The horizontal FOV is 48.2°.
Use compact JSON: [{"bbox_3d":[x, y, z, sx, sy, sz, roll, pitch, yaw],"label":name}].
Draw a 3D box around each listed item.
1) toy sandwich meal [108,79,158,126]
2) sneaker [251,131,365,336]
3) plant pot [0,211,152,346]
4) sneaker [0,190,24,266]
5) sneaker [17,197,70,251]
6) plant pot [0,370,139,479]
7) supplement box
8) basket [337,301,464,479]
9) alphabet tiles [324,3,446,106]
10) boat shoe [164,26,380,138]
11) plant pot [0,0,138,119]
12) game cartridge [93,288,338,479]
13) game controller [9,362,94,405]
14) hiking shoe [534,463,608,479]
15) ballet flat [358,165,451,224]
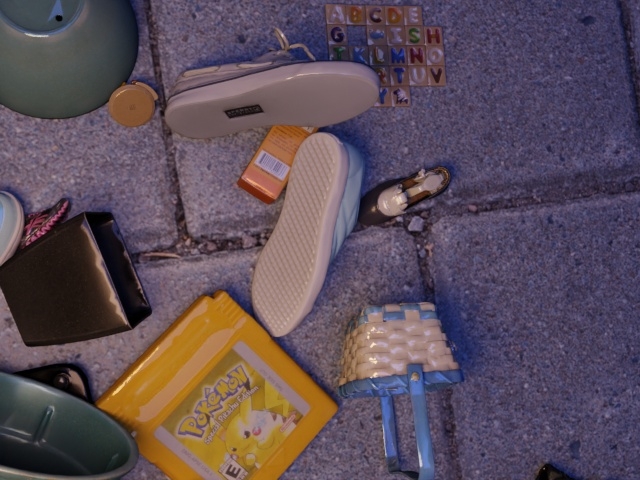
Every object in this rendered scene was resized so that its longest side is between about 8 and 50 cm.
[{"bbox_3d":[-0.323,-0.236,1.228,0.086,0.029,0.085,-10,124,-15],"label":"toy sandwich meal"},{"bbox_3d":[0.000,0.000,1.261,0.150,0.135,0.365,7,107,-52],"label":"sneaker"},{"bbox_3d":[-0.391,0.072,1.126,0.167,0.188,0.187,-22,93,-4],"label":"plant pot"},{"bbox_3d":[-0.589,0.028,1.044,0.127,0.208,0.319,40,77,8],"label":"sneaker"},{"bbox_3d":[-0.466,-0.030,1.178,0.057,0.047,0.119,39,77,1],"label":"sneaker"},{"bbox_3d":[-0.468,0.388,0.960,0.341,0.341,0.334,22,90,-13],"label":"plant pot"},{"bbox_3d":[-0.057,-0.183,1.279,0.080,0.078,0.233,34,78,-8],"label":"supplement box"},{"bbox_3d":[0.136,0.256,1.219,0.201,0.255,0.288,1,77,-9],"label":"basket"},{"bbox_3d":[0.129,-0.355,1.375,0.237,0.009,0.198,-4,88,-15],"label":"alphabet tiles"},{"bbox_3d":[-0.080,-0.275,1.205,0.367,0.136,0.156,-7,59,18],"label":"boat shoe"},{"bbox_3d":[-0.434,-0.354,1.122,0.290,0.195,0.290,1,86,-15],"label":"plant pot"},{"bbox_3d":[-0.167,0.283,1.213,0.285,0.053,0.323,-47,110,-13],"label":"game cartridge"},{"bbox_3d":[-0.435,0.362,1.151,0.167,0.067,0.319,-11,90,-16],"label":"game controller"},{"bbox_3d":[0.477,0.489,1.386,0.227,0.086,0.114,-11,93,-15],"label":"hiking shoe"},{"bbox_3d":[0.160,-0.089,1.338,0.203,0.074,0.074,-25,94,-15],"label":"ballet flat"}]
